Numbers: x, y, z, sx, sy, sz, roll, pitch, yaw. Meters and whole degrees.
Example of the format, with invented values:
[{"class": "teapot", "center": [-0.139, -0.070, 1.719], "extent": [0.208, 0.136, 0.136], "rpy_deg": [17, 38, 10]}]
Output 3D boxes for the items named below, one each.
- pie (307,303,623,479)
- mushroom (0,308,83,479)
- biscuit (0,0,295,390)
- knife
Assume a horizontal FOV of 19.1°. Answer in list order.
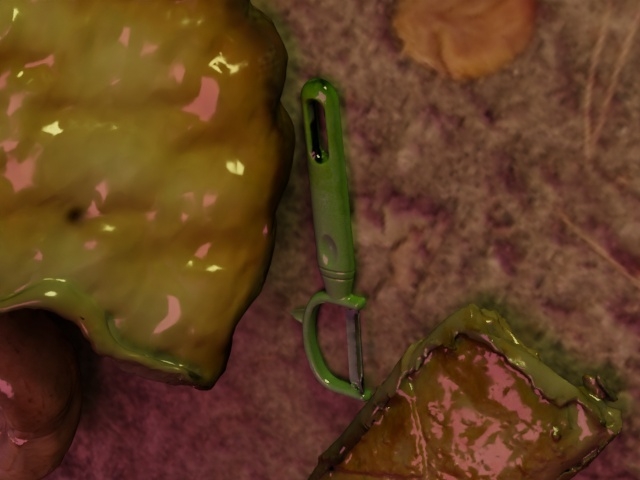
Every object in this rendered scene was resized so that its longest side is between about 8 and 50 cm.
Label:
[{"class": "pie", "center": [0.065, 0.149, 1.135], "extent": [0.128, 0.068, 0.282], "rpy_deg": [40, 127, 4]}, {"class": "mushroom", "center": [-0.219, 0.095, 1.251], "extent": [0.148, 0.112, 0.148], "rpy_deg": [13, 116, 28]}, {"class": "biscuit", "center": [-0.165, -0.044, 1.063], "extent": [0.329, 0.078, 0.335], "rpy_deg": [-29, 107, 2]}, {"class": "knife", "center": [0.001, 0.000, 1.118], "extent": [0.054, 0.015, 0.212], "rpy_deg": [17, 126, 32]}]
